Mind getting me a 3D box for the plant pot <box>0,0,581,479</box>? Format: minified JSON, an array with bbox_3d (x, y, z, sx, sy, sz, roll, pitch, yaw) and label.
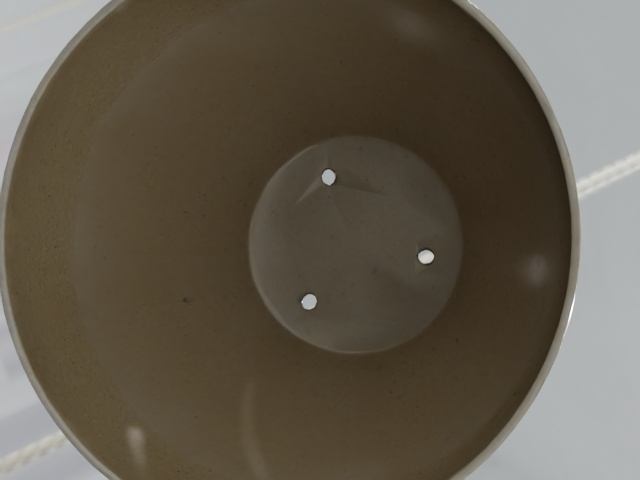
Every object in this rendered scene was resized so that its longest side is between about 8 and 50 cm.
[{"bbox_3d":[0.000,0.000,0.669,0.284,0.284,0.191,63,13,7],"label":"plant pot"}]
